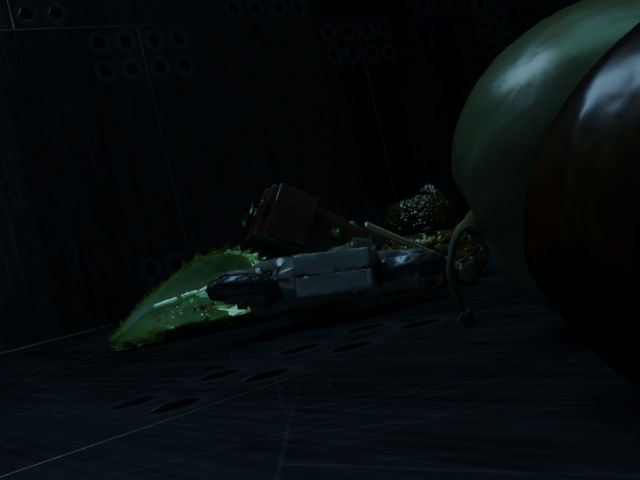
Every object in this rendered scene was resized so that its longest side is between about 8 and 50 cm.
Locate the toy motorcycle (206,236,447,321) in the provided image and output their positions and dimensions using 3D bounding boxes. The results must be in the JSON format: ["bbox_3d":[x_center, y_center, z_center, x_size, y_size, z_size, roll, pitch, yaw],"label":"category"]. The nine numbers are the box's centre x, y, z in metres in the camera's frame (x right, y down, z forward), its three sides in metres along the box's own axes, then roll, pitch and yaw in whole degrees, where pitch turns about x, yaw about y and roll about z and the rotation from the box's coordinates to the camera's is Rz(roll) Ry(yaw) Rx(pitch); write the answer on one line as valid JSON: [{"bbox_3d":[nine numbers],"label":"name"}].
[{"bbox_3d":[0.013,0.062,1.218,0.340,0.108,0.223,-7,-11,2],"label":"toy motorcycle"}]

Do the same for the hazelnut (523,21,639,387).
[{"bbox_3d":[0.196,-0.031,0.400,0.218,0.218,0.234,-13,2,-18],"label":"hazelnut"}]

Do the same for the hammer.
[{"bbox_3d":[0.150,0.009,1.271,0.195,0.028,0.060,24,-22,19],"label":"hammer"}]

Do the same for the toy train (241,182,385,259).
[{"bbox_3d":[0.000,0.000,1.598,0.304,0.150,0.221,22,-13,-12],"label":"toy train"}]

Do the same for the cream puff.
[{"bbox_3d":[0.173,-0.007,1.381,0.183,0.169,0.183,-14,0,0],"label":"cream puff"}]

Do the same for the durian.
[{"bbox_3d":[-0.219,0.138,1.557,0.394,0.163,0.198,-17,38,7],"label":"durian"}]

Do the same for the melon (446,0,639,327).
[{"bbox_3d":[0.248,-0.069,0.640,0.308,0.272,0.272,-11,0,-3],"label":"melon"}]
